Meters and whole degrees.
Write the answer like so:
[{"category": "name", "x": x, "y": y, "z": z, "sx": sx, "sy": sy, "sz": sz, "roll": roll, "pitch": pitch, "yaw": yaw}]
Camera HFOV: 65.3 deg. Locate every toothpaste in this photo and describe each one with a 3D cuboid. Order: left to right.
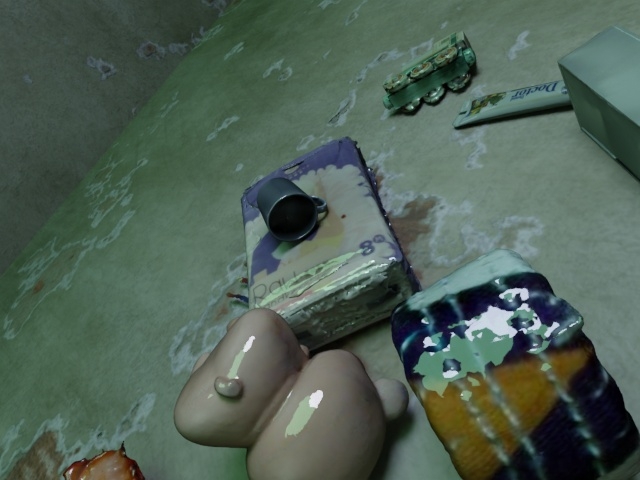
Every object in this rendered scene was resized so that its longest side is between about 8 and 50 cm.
[{"category": "toothpaste", "x": 0.335, "y": -0.227, "z": 0.815, "sx": 0.256, "sy": 0.037, "sz": 0.067, "roll": 1, "pitch": 56, "yaw": 47}]

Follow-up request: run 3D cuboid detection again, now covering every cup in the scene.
[{"category": "cup", "x": -0.042, "y": -0.052, "z": 0.751, "sx": 0.100, "sy": 0.078, "sz": 0.077, "roll": -9, "pitch": 32, "yaw": -19}]

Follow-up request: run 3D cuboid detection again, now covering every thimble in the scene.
[{"category": "thimble", "x": 0.173, "y": 0.123, "z": 0.477, "sx": 0.150, "sy": 0.237, "sz": 0.237, "roll": -29, "pitch": 40, "yaw": 12}]

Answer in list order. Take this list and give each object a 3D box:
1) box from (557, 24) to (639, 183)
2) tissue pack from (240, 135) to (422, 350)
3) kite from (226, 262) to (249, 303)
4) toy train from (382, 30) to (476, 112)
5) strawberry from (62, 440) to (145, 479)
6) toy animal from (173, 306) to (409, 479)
[{"category": "box", "x": 0.397, "y": -0.150, "z": 0.606, "sx": 0.086, "sy": 0.129, "sz": 0.225, "roll": -32, "pitch": 39, "yaw": 16}, {"category": "tissue pack", "x": 0.000, "y": 0.000, "z": 0.818, "sx": 0.243, "sy": 0.125, "sz": 0.343, "roll": -26, "pitch": 42, "yaw": 11}, {"category": "kite", "x": -0.074, "y": 0.095, "z": 0.889, "sx": 0.245, "sy": 0.015, "sz": 0.141, "roll": 14, "pitch": 62, "yaw": 41}, {"category": "toy train", "x": 0.212, "y": -0.329, "z": 0.990, "sx": 0.194, "sy": 0.080, "sz": 0.125, "roll": -22, "pitch": 32, "yaw": 29}, {"category": "strawberry", "x": -0.324, "y": 0.462, "z": 0.676, "sx": 0.254, "sy": 0.150, "sz": 0.280, "roll": -30, "pitch": 32, "yaw": -16}, {"category": "toy animal", "x": -0.044, "y": 0.195, "z": 0.603, "sx": 0.210, "sy": 0.221, "sz": 0.230, "roll": -53, "pitch": 37, "yaw": -5}]
